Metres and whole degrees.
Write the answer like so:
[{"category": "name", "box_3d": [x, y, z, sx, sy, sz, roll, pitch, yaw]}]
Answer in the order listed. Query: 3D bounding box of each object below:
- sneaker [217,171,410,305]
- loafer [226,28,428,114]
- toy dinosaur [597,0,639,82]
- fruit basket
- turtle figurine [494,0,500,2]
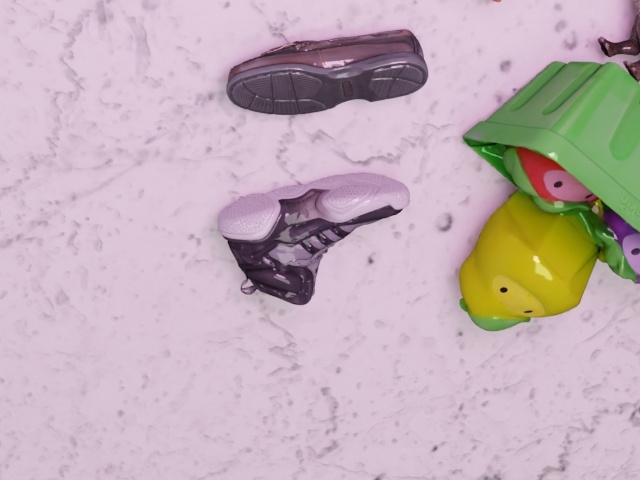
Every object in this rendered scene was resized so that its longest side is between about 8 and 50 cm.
[{"category": "sneaker", "box_3d": [0.000, 0.000, 1.679, 0.268, 0.101, 0.153, -11, 115, 3]}, {"category": "loafer", "box_3d": [0.007, -0.229, 1.602, 0.267, 0.084, 0.096, -5, 145, -2]}, {"category": "toy dinosaur", "box_3d": [0.483, -0.253, 1.620, 0.160, 0.121, 0.313, -36, 115, 5]}, {"category": "fruit basket", "box_3d": [0.347, -0.017, 1.645, 0.392, 0.283, 0.392, -3, 100, -18]}, {"category": "turtle figurine", "box_3d": [0.280, -0.434, 1.524, 0.269, 0.087, 0.217, -8, 112, 31]}]
